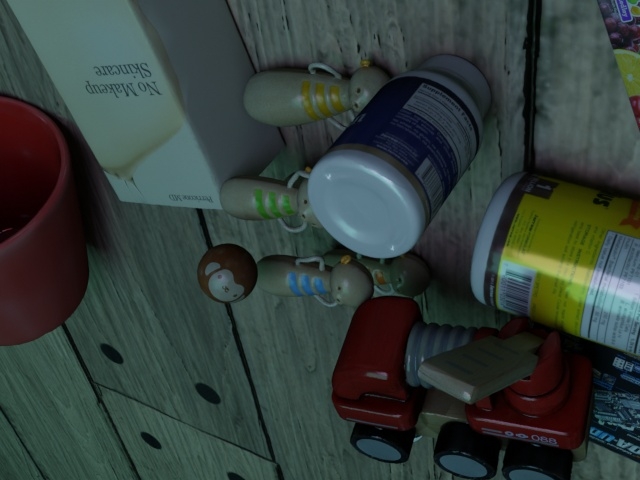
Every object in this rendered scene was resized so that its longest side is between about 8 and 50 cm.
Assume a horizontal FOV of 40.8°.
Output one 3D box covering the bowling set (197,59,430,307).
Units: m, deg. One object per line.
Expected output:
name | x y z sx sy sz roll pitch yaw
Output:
bowling set | 0.000 0.000 0.791 0.154 0.200 0.287 5 136 35

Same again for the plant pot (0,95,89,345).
plant pot | -0.421 -0.005 1.092 0.274 0.275 0.243 23 149 19

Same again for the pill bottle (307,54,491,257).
pill bottle | 0.069 -0.073 0.668 0.094 0.169 0.094 22 140 20

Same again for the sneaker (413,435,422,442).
sneaker | 0.084 0.223 1.077 0.109 0.040 0.044 4 130 36

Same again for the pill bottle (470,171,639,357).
pill bottle | 0.236 0.026 0.678 0.215 0.117 0.117 19 139 24

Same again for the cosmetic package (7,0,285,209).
cosmetic package | -0.171 -0.186 0.798 0.160 0.113 0.310 4 131 36

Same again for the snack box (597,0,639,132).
snack box | 0.249 -0.132 0.568 0.100 0.037 0.141 -5 126 41

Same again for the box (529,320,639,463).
box | 0.296 0.133 0.798 0.220 0.051 0.175 22 141 20

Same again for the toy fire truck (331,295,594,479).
toy fire truck | 0.103 0.109 0.703 0.217 0.159 0.246 6 144 23
